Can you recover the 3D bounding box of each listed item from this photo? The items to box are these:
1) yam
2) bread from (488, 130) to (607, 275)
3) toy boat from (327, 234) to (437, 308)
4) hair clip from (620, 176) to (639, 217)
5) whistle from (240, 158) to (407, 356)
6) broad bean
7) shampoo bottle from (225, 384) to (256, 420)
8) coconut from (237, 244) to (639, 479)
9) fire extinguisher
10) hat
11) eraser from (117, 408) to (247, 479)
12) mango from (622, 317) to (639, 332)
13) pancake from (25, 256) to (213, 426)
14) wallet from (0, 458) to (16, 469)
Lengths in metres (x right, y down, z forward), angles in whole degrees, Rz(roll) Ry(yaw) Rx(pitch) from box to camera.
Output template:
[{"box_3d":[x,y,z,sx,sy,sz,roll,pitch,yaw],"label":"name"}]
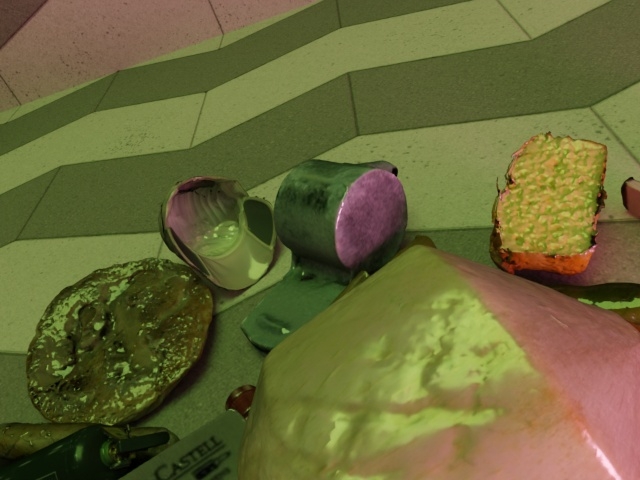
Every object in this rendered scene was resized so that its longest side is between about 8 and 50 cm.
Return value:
[{"box_3d":[-0.372,0.320,0.926,0.317,0.067,0.071,-3,-2,14],"label":"yam"},{"box_3d":[0.364,-0.039,0.947,0.160,0.147,0.261,6,51,21],"label":"bread"},{"box_3d":[0.090,0.105,0.955,0.121,0.089,0.321,1,40,52],"label":"toy boat"},{"box_3d":[0.596,-0.024,0.847,0.101,0.085,0.331,-30,39,-6],"label":"hair clip"},{"box_3d":[0.012,0.023,1.058,0.168,0.188,0.405,17,86,45],"label":"whistle"},{"box_3d":[0.384,0.094,0.833,0.339,0.061,0.077,-3,25,24],"label":"broad bean"},{"box_3d":[-0.053,0.297,0.810,0.102,0.064,0.260,-39,39,-11],"label":"shampoo bottle"},{"box_3d":[0.140,0.202,0.584,0.415,0.415,0.344,-24,14,-2],"label":"coconut"},{"box_3d":[-0.361,0.333,0.842,0.311,0.114,0.095,-29,62,23],"label":"fire extinguisher"},{"box_3d":[-0.214,-0.009,1.216,0.232,0.161,0.275,-27,59,-27],"label":"hat"},{"box_3d":[-0.216,0.344,0.703,0.352,0.077,0.111,-27,47,-33],"label":"eraser"},{"box_3d":[0.304,0.145,0.748,0.248,0.151,0.156,9,12,28],"label":"mango"},{"box_3d":[-0.371,0.182,1.103,0.387,0.082,0.387,-11,44,10],"label":"pancake"},{"box_3d":[-0.569,0.441,0.919,0.165,0.042,0.309,-7,36,18],"label":"wallet"}]
